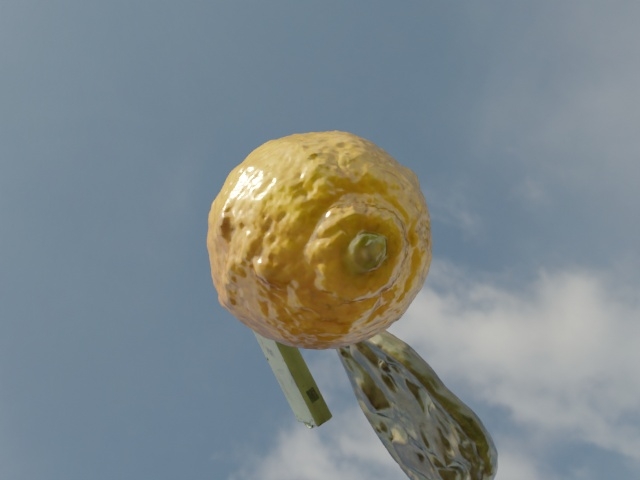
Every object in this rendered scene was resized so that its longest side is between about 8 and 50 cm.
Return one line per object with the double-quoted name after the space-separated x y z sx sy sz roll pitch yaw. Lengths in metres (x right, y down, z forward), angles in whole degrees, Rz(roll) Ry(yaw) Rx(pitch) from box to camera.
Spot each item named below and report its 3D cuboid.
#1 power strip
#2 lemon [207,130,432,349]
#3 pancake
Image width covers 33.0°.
-0.032 0.105 0.961 0.019 0.051 0.136 -29 -82 -21 "power strip"
0.000 0.000 0.681 0.142 0.187 0.142 -1 -88 -20 "lemon"
0.117 0.218 1.348 0.049 0.294 0.294 -36 -65 -21 "pancake"
